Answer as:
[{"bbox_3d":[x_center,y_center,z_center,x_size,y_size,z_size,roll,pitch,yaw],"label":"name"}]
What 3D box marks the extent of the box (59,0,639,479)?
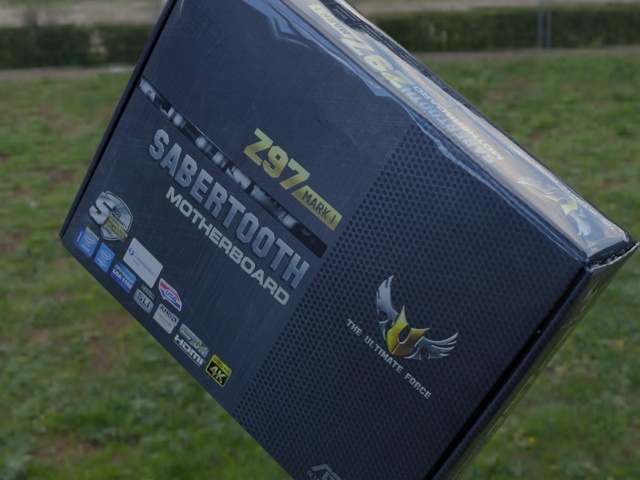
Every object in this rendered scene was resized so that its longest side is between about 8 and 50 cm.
[{"bbox_3d":[0.000,0.000,0.621,0.232,0.183,0.059,43,31,18],"label":"box"}]
